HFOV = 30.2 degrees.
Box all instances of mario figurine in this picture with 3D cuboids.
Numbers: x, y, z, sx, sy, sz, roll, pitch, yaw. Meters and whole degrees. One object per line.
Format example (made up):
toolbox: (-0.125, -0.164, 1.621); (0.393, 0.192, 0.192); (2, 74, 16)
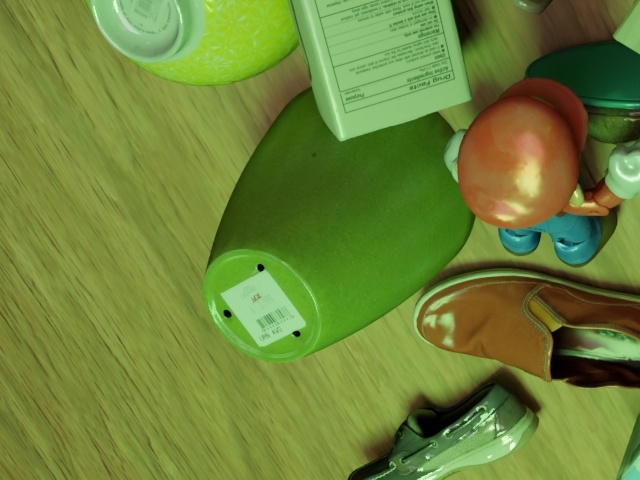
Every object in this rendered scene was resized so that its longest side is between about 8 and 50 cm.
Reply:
mario figurine: (0.230, -0.080, 1.191); (0.198, 0.320, 0.170); (-22, 70, 9)

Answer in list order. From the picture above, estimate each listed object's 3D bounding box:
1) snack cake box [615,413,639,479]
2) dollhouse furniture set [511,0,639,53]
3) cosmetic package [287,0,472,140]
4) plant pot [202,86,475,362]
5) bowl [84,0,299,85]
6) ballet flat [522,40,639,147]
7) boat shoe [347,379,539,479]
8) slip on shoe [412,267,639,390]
snack cake box: (0.476, 0.284, 1.336); (0.264, 0.152, 0.089); (29, 127, 9)
dollhouse furniture set: (0.247, -0.298, 1.097); (0.242, 0.161, 0.212); (33, 128, 6)
cosmetic package: (0.039, -0.272, 1.210); (0.153, 0.129, 0.296); (-17, 113, -5)
plant pot: (0.000, 0.000, 1.319); (0.275, 0.293, 0.274); (12, 123, 20)
bowl: (-0.163, -0.280, 1.306); (0.289, 0.156, 0.289); (14, 129, 18)
ballet flat: (0.375, -0.138, 1.178); (0.342, 0.116, 0.124); (-6, 134, 25)
boat shoe: (0.143, 0.258, 1.529); (0.285, 0.103, 0.092); (-29, 97, 33)
slip on shoe: (0.259, 0.109, 1.376); (0.331, 0.101, 0.123); (8, 123, 25)
